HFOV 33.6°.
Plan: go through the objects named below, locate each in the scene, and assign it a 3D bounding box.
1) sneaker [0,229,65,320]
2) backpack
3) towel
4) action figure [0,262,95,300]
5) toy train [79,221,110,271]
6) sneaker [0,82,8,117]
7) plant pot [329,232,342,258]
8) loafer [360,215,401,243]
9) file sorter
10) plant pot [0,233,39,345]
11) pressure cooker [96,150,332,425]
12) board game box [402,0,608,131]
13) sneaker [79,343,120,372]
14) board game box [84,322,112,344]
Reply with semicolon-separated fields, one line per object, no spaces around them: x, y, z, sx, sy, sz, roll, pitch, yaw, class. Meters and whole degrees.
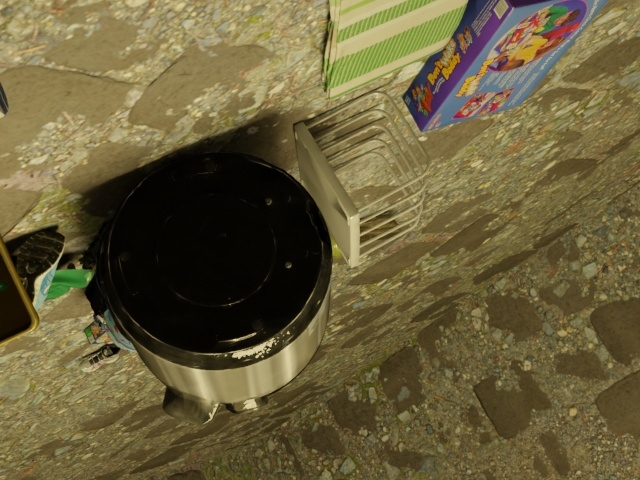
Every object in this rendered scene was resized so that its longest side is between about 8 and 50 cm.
-0.457;0.058;1.691;0.073;0.063;0.162;101;13;-70;sneaker
-0.343;0.133;1.980;0.158;0.173;0.117;-13;158;-40;backpack
0.113;-0.336;1.540;0.247;0.038;0.325;-25;161;-12;towel
-0.500;0.070;1.756;0.137;0.064;0.232;-32;166;22;action figure
-0.379;0.011;1.831;0.036;0.027;0.158;-26;166;-41;toy train
-0.494;-0.120;1.159;0.315;0.128;0.182;-19;166;-3;sneaker
0.000;0.000;2.275;0.079;0.083;0.083;-3;153;-28;plant pot
0.107;-0.026;2.393;0.148;0.050;0.056;-3;152;-18;loafer
0.078;-0.108;1.883;0.173;0.193;0.278;-28;163;-8;file sorter
-0.529;0.079;1.541;0.212;0.212;0.187;-26;176;-4;plant pot
-0.162;0.090;1.790;0.369;0.376;0.420;-27;162;-9;pressure cooker
0.311;-0.328;1.774;0.233;0.078;0.347;-17;160;-28;board game box
-0.486;0.254;2.353;0.098;0.038;0.069;-25;164;-39;sneaker
-0.382;0.165;2.246;0.136;0.035;0.201;-37;160;30;board game box
